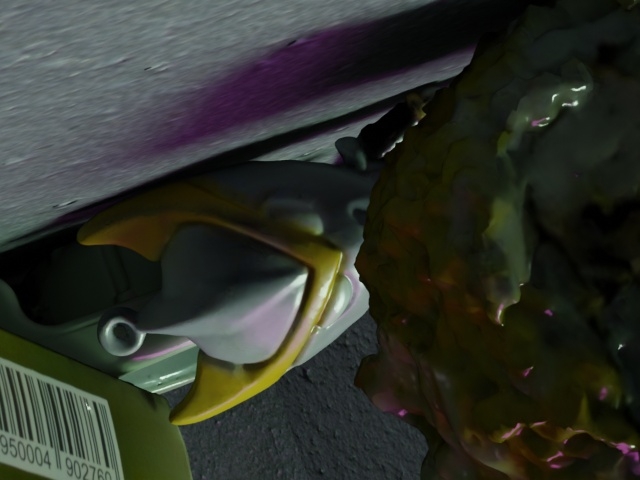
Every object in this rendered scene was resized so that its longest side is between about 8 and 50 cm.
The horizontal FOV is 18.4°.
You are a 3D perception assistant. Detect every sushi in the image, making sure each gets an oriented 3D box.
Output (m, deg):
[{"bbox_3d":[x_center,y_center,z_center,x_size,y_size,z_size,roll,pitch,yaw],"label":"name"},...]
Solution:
[{"bbox_3d":[0.212,0.042,1.088,0.351,0.396,0.240,-39,-178,-13],"label":"sushi"}]

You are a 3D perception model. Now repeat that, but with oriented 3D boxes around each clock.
[{"bbox_3d":[-0.106,0.042,1.460,0.324,0.109,0.265,-21,171,-8],"label":"clock"}]

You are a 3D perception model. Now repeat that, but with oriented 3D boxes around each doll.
[{"bbox_3d":[0.002,0.004,1.287,0.316,0.145,0.103,-26,-139,-2],"label":"doll"}]

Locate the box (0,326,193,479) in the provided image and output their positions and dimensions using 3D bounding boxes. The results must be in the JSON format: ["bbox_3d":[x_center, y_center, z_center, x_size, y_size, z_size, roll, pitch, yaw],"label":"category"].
[{"bbox_3d":[-0.339,0.180,1.233,0.420,0.138,0.373,-21,154,20],"label":"box"}]

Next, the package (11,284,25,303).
[{"bbox_3d":[-0.227,0.045,1.607,0.200,0.022,0.083,-20,176,-19],"label":"package"}]
